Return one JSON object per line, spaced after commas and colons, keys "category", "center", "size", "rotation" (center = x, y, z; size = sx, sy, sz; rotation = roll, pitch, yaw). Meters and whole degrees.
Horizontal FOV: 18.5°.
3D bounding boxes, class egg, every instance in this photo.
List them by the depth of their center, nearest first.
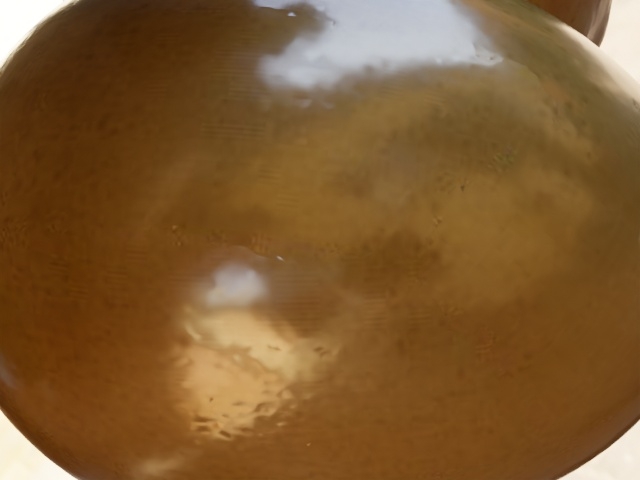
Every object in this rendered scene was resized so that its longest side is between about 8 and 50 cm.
{"category": "egg", "center": [0.000, 0.000, 0.817], "size": [0.250, 0.322, 0.250], "rotation": [2, -90, -75]}

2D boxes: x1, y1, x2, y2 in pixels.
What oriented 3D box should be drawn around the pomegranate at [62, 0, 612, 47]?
{"category": "pomegranate", "center": [0.013, -0.201, 1.034], "size": [0.332, 0.332, 0.332], "rotation": [-50, 10, 11]}
